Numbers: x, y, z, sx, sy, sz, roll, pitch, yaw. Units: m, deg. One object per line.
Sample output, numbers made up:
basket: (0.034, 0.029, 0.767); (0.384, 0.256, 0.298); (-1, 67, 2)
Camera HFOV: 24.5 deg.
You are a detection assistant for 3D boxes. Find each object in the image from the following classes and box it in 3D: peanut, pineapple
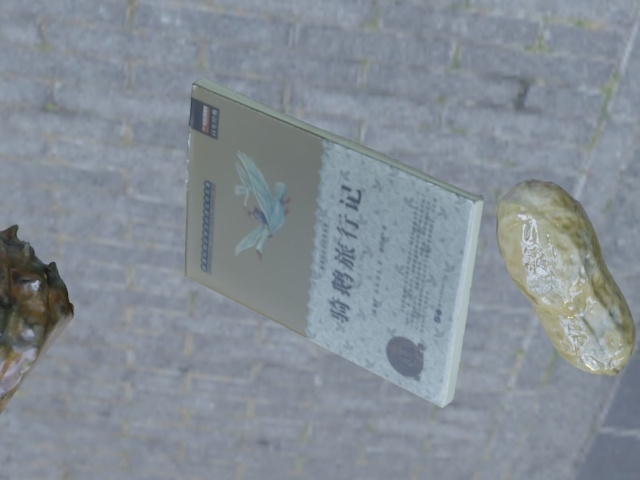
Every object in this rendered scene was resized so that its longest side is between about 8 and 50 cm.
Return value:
peanut: (0.190, 0.032, 1.134); (0.080, 0.080, 0.174); (-22, 110, 25)
pineapple: (-0.312, -0.004, 0.945); (0.310, 0.141, 0.170); (36, 159, -8)

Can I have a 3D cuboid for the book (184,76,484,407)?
book: (0.000, 0.000, 1.333); (0.310, 0.021, 0.217); (25, 127, 29)
